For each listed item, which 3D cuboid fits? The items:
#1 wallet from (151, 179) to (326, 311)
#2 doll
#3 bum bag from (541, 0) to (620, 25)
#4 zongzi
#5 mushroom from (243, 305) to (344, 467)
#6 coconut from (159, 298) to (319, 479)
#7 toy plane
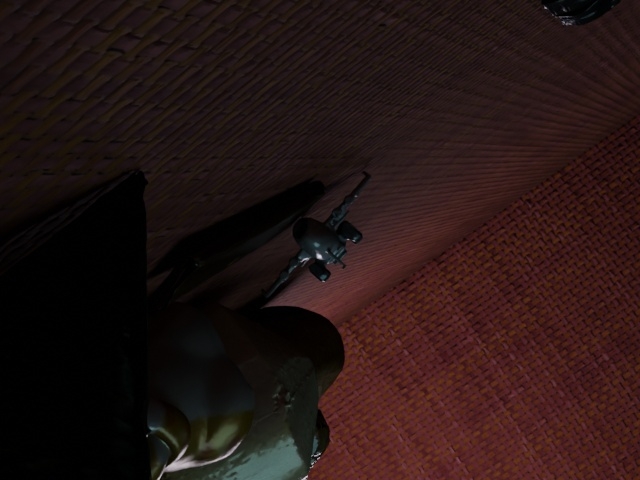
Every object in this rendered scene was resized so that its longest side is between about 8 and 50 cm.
[{"bbox_3d":[-0.074,0.002,1.130,0.176,0.026,0.095,-34,174,-43],"label":"wallet"},{"bbox_3d":[-0.180,0.154,1.157,0.162,0.167,0.269,-40,168,25],"label":"doll"},{"bbox_3d":[0.224,-0.204,1.086,0.058,0.034,0.124,-22,177,21],"label":"bum bag"},{"bbox_3d":[-0.218,0.135,0.741,0.383,0.362,0.319,-7,154,20],"label":"zongzi"},{"bbox_3d":[-0.116,0.223,1.776,0.345,0.239,0.345,-13,168,-3],"label":"mushroom"},{"bbox_3d":[-0.115,0.196,1.421,0.244,0.239,0.239,-32,173,-13],"label":"coconut"},{"bbox_3d":[0.000,0.000,1.259,0.162,0.065,0.171,-49,-175,3],"label":"toy plane"}]
